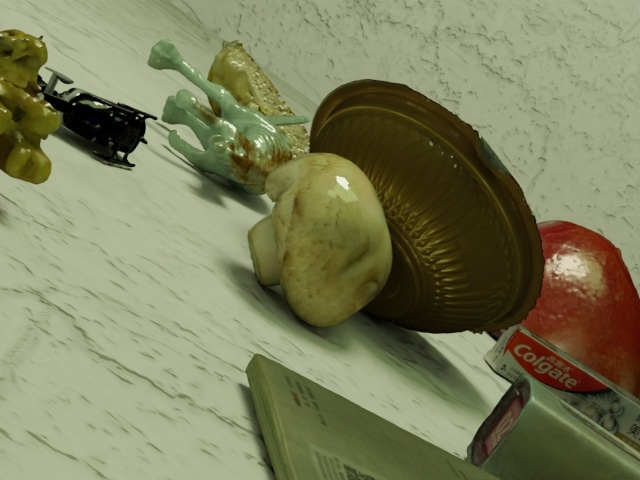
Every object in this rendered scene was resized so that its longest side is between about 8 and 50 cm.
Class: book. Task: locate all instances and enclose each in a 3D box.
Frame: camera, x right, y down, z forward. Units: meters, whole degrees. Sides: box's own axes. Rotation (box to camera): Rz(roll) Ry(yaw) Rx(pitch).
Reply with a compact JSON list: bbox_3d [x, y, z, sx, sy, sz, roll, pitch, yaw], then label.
[{"bbox_3d":[0.089,0.170,0.689,0.283,0.025,0.215,31,11,-18],"label":"book"}]

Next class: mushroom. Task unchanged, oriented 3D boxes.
[{"bbox_3d":[0.000,0.000,0.986,0.148,0.112,0.148,166,-90,-84],"label":"mushroom"}]

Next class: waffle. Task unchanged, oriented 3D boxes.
[{"bbox_3d":[-0.288,-0.140,0.795,0.260,0.069,0.293,23,12,-25],"label":"waffle"}]

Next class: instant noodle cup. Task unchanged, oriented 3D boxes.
[{"bbox_3d":[0.064,-0.003,1.107,0.274,0.091,0.274,32,-35,27],"label":"instant noodle cup"}]

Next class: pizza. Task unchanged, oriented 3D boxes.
[{"bbox_3d":[-0.108,-0.185,1.739,0.188,0.080,0.204,55,-8,-19],"label":"pizza"}]

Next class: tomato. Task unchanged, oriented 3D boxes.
[{"bbox_3d":[0.314,0.067,1.571,0.309,0.170,0.309,33,7,-5],"label":"tomato"}]

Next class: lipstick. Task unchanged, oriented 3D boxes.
[{"bbox_3d":[0.226,0.198,0.866,0.253,0.077,0.079,35,8,-1],"label":"lipstick"}]

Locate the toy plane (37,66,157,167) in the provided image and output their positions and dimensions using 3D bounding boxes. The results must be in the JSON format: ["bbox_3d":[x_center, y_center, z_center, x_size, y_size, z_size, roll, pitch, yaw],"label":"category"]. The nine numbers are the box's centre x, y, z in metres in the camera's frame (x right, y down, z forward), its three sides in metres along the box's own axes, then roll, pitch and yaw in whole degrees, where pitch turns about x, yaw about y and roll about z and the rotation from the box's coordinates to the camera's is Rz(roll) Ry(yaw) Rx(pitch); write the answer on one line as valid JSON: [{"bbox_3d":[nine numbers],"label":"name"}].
[{"bbox_3d":[-0.202,-0.106,1.044,0.078,0.053,0.197,29,5,22],"label":"toy plane"}]

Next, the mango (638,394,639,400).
[{"bbox_3d":[0.468,0.169,1.766,0.317,0.119,0.176,30,16,7],"label":"mango"}]

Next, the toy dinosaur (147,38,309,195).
[{"bbox_3d":[-0.095,-0.121,1.360,0.205,0.092,0.393,37,8,16],"label":"toy dinosaur"}]

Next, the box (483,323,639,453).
[{"bbox_3d":[0.277,0.163,1.310,0.218,0.055,0.039,33,7,-12],"label":"box"}]
